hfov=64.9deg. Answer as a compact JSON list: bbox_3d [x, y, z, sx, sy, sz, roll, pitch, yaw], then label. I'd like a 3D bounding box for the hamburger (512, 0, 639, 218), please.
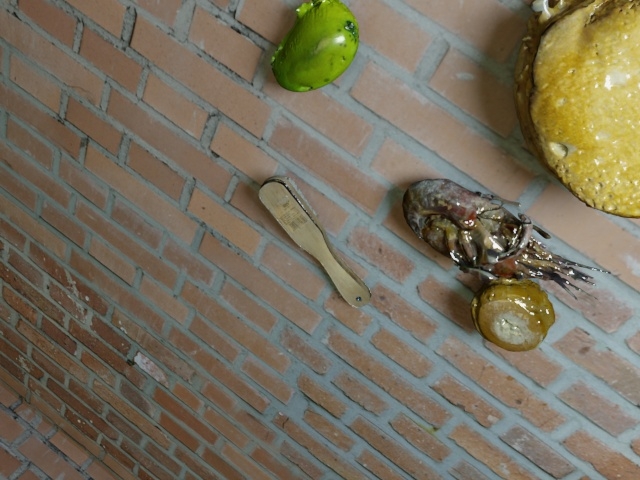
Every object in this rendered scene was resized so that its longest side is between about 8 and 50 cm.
[{"bbox_3d":[0.397,-0.193,0.632,0.289,0.170,0.315,-25,101,30],"label":"hamburger"}]

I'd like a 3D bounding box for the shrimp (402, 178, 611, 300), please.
[{"bbox_3d":[0.289,-0.006,0.812,0.342,0.116,0.145,27,126,19],"label":"shrimp"}]

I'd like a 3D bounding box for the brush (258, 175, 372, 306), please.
[{"bbox_3d":[0.000,0.000,1.002,0.069,0.065,0.328,-28,110,28],"label":"brush"}]

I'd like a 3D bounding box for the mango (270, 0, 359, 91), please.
[{"bbox_3d":[-0.009,-0.309,0.819,0.178,0.100,0.119,-26,66,42],"label":"mango"}]

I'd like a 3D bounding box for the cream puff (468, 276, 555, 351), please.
[{"bbox_3d":[0.332,0.120,0.866,0.126,0.103,0.144,-36,96,39],"label":"cream puff"}]
